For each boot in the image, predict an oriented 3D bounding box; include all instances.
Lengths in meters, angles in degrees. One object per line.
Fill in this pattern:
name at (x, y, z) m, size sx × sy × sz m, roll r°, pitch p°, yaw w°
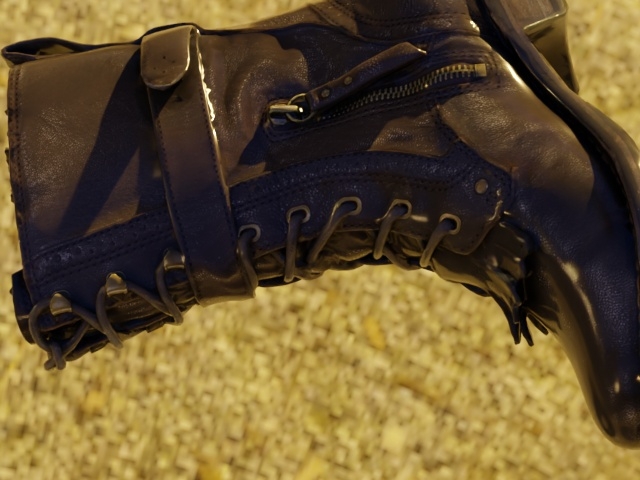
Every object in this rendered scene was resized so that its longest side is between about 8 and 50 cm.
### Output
boot at (0.000, 0.000, 0.726) m, size 0.229 × 0.091 × 0.263 m, roll -20°, pitch 54°, yaw 2°
